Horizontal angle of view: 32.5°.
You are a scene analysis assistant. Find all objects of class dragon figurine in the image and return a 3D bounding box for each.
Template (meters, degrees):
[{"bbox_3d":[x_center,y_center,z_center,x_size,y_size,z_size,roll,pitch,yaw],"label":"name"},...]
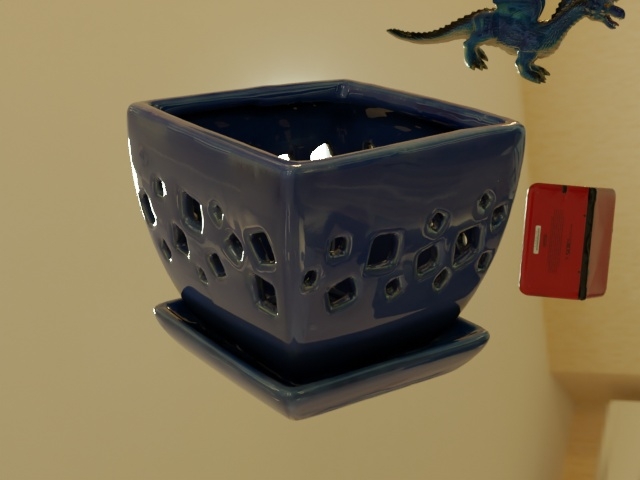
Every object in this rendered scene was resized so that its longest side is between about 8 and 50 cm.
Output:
[{"bbox_3d":[0.241,-0.291,1.412,0.085,0.289,0.144,-43,-34,-63],"label":"dragon figurine"}]

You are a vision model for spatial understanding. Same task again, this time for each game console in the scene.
[{"bbox_3d":[0.318,0.001,1.409,0.085,0.124,0.144,-34,-51,-84],"label":"game console"}]

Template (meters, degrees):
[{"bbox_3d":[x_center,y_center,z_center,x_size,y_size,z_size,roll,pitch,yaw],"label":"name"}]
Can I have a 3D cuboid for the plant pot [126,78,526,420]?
[{"bbox_3d":[0.000,0.000,0.871,0.236,0.236,0.212,-12,-68,-35],"label":"plant pot"}]
